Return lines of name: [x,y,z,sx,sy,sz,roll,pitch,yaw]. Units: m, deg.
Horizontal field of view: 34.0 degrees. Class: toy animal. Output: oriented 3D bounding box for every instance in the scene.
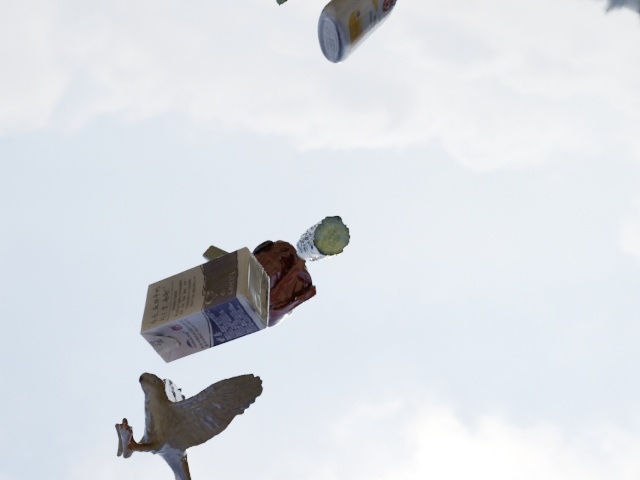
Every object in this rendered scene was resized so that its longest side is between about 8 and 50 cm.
toy animal: [-0.266,0.385,1.902,0.225,0.284,0.302,-8,168,36]

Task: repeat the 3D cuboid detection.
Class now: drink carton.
drink carton: [-0.212,0.119,1.919,0.134,0.222,0.102,-92,-24,-47]

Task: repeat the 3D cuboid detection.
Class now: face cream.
face cream: [0.100,-0.477,2.078,0.071,0.144,0.291,28,-124,23]

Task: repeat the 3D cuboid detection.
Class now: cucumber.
cucumber: [0.001,0.000,1.965,0.077,0.077,0.265,20,173,-9]

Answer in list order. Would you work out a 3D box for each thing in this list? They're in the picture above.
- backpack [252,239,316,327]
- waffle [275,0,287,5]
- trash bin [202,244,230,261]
backpack: [-0.125,0.120,2.651,0.139,0.229,0.229,27,-162,37]
waffle: [-0.045,-0.588,2.021,0.054,0.223,0.204,20,-133,-22]
trash bin: [-0.207,0.047,2.227,0.061,0.043,0.092,50,167,-35]
